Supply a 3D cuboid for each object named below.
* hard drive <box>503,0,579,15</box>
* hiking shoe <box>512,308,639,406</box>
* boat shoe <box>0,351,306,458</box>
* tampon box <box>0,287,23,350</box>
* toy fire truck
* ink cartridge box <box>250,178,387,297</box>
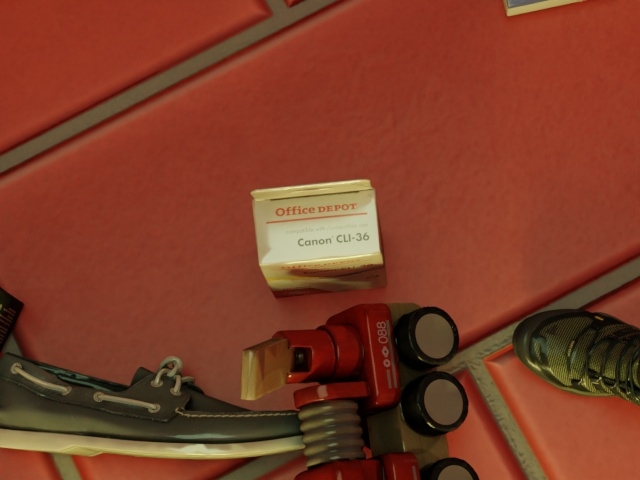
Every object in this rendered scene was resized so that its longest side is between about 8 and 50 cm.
[{"bbox_3d":[0.325,-0.363,1.685,0.319,0.040,0.210,-12,76,2],"label":"hard drive"},{"bbox_3d":[0.292,0.111,1.537,0.227,0.114,0.086,16,78,8],"label":"hiking shoe"},{"bbox_3d":[-0.165,0.157,1.564,0.319,0.116,0.099,1,81,10],"label":"boat shoe"},{"bbox_3d":[-0.386,0.100,1.600,0.120,0.101,0.161,25,81,10],"label":"tampon box"},{"bbox_3d":[0.013,0.163,1.469,0.246,0.158,0.217,1,75,-30],"label":"toy fire truck"},{"bbox_3d":[0.000,0.000,1.544,0.115,0.198,0.067,-7,76,3],"label":"ink cartridge box"}]
